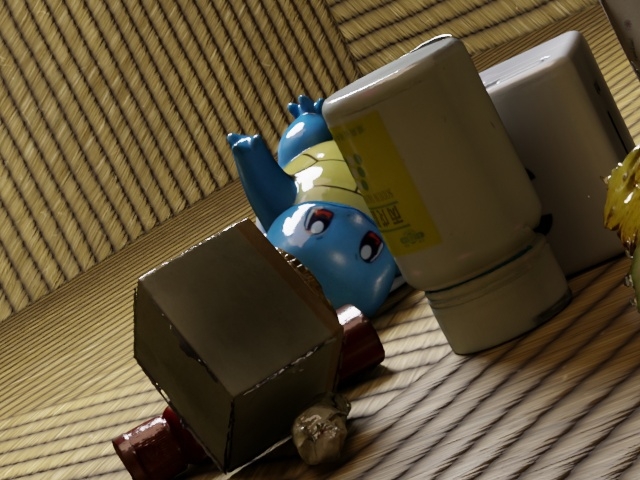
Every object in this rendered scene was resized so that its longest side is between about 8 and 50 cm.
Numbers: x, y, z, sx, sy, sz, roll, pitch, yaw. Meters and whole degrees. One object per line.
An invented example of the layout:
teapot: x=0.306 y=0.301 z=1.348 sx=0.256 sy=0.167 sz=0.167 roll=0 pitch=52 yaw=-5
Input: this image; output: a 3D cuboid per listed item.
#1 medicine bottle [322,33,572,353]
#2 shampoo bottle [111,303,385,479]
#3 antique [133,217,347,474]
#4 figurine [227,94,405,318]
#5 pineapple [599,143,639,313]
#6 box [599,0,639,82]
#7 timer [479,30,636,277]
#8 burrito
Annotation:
medicine bottle: x=0.116 y=-0.039 z=1.582 sx=0.143 sy=0.258 sz=0.143 roll=-28 pitch=8 yaw=4
shampoo bottle: x=-0.068 y=0.149 z=1.669 sx=0.260 sy=0.064 sz=0.102 roll=-29 pitch=6 yaw=-12
antique: x=-0.066 y=0.090 z=1.559 sx=0.148 sy=0.152 sz=0.147 roll=-31 pitch=-24 yaw=-24
figurine: x=0.020 y=-0.035 z=2.036 sx=0.243 sy=0.298 sz=0.416 roll=-60 pitch=3 yaw=6
pineapple: x=0.320 y=-0.006 z=1.373 sx=0.250 sy=0.140 sz=0.164 roll=138 pitch=148 yaw=-60
box: x=0.527 y=-0.326 z=2.346 sx=0.225 sy=0.190 sz=0.297 roll=-24 pitch=8 yaw=28
timer: x=0.201 y=-0.070 z=1.733 sx=0.192 sy=0.195 sz=0.194 roll=-24 pitch=9 yaw=18
burrito: x=-0.001 y=0.157 z=1.489 sx=0.055 sy=0.041 sz=0.149 roll=-13 pitch=5 yaw=2
